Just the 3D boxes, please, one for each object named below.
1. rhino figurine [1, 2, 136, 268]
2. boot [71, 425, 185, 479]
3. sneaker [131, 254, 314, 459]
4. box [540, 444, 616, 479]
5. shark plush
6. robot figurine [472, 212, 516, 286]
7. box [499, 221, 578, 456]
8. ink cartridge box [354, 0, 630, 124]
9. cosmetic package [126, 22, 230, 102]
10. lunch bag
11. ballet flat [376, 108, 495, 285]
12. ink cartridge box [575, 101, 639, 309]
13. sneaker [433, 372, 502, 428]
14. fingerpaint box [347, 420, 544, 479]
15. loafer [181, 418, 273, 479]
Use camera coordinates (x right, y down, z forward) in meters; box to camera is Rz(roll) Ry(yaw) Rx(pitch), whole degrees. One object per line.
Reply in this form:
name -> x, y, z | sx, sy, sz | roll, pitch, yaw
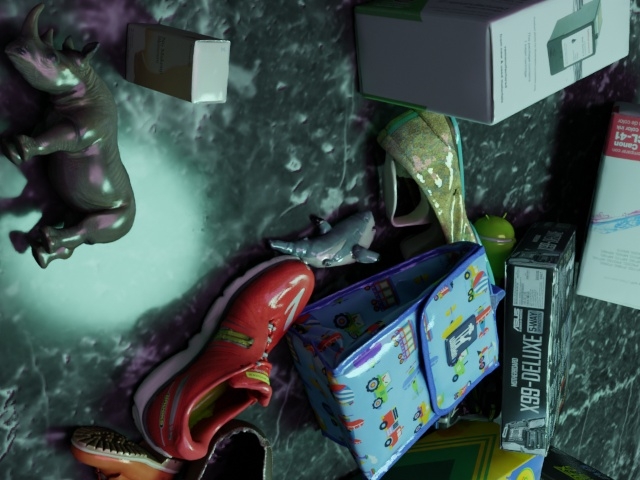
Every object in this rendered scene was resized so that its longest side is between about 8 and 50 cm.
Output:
rhino figurine -> -0.232, -0.095, 0.814 | 0.106, 0.073, 0.243 | -23, 121, -32
boot -> -0.225, 0.259, 0.983 | 0.084, 0.059, 0.158 | -57, 138, -4
sneaker -> -0.086, 0.140, 1.024 | 0.279, 0.118, 0.107 | -50, 135, -18
box -> 0.422, 0.425, 1.541 | 0.216, 0.270, 0.060 | 16, 96, -47
shark plush -> 0.000, 0.000, 1.124 | 0.161, 0.073, 0.067 | -6, 91, -22
robot figurine -> 0.259, 0.014, 1.354 | 0.101, 0.067, 0.115 | -5, 110, -39
box -> 0.349, 0.146, 1.408 | 0.242, 0.076, 0.307 | -35, 127, -62
ink cartridge box -> 0.216, -0.257, 1.094 | 0.289, 0.211, 0.121 | -29, 124, -35
cosmetic package -> -0.138, -0.170, 0.845 | 0.041, 0.115, 0.060 | -11, 113, -42
lunch bag -> 0.123, 0.139, 1.182 | 0.293, 0.138, 0.221 | -31, 128, -18
ballet flat -> 0.152, -0.027, 1.211 | 0.123, 0.123, 0.348 | -42, 132, -25
ink cartridge box -> 0.520, -0.067, 1.479 | 0.226, 0.131, 0.306 | -35, 136, -68
sneaker -> 0.251, 0.262, 1.442 | 0.188, 0.078, 0.067 | -10, 113, -42
fingerpaint box -> 0.162, 0.549, 1.412 | 0.371, 0.163, 0.445 | -18, 119, -38
loafer -> -0.131, 0.363, 0.973 | 0.130, 0.134, 0.366 | 113, -14, -62
